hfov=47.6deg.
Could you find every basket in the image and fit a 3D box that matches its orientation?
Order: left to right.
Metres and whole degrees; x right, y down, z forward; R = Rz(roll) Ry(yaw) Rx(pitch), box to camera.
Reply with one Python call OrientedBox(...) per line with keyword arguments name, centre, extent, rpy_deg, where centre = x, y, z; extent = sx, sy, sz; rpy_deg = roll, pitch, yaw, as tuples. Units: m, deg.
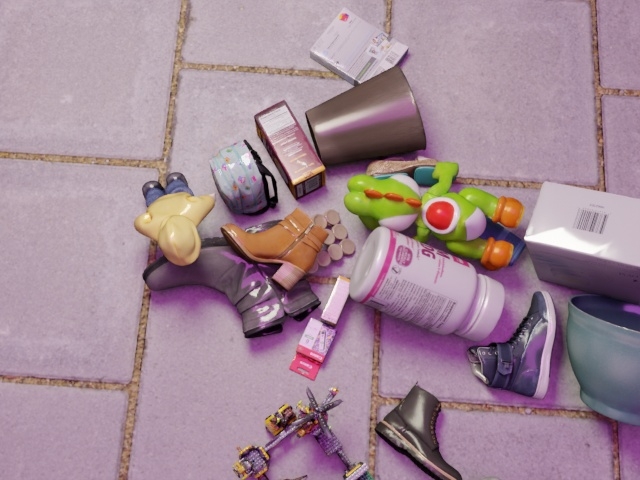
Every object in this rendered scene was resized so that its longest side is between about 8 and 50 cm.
OrientedBox(name="basket", centre=(0.091, -0.260, 1.600), extent=(0.227, 0.154, 0.204), rpy_deg=(-18, 75, -2))

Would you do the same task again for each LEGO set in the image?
OrientedBox(name="LEGO set", centre=(-0.010, 0.460, 1.367), extent=(0.255, 0.192, 0.331), rpy_deg=(-28, 76, -8))

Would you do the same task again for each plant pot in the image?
OrientedBox(name="plant pot", centre=(0.614, 0.240, 1.410), extent=(0.293, 0.293, 0.196), rpy_deg=(9, 101, 2))

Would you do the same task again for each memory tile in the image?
OrientedBox(name="memory tile", centre=(0.000, 0.000, 1.556), extent=(0.148, 0.012, 0.113), rpy_deg=(-25, 84, -35))

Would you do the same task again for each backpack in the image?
OrientedBox(name="backpack", centre=(-0.168, -0.132, 1.541), extent=(0.115, 0.182, 0.152), rpy_deg=(-33, 78, -9))

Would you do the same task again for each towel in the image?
OrientedBox(name="towel", centre=(0.384, 0.000, 1.585), extent=(0.119, 0.029, 0.067), rpy_deg=(36, 78, 9))

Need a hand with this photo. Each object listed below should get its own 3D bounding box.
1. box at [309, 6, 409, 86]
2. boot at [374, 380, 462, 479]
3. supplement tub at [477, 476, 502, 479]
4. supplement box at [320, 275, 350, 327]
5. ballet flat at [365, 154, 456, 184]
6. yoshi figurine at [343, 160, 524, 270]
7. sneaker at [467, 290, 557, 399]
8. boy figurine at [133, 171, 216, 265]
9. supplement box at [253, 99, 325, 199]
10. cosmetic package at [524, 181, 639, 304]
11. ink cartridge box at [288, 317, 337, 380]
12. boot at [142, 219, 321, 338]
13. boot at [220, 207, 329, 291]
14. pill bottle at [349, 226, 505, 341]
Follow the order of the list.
OrientedBox(name="box", centre=(0.090, -0.443, 1.706), extent=(0.186, 0.038, 0.145), rpy_deg=(34, 76, 8))
OrientedBox(name="boot", centre=(0.226, 0.385, 1.444), extent=(0.198, 0.077, 0.137), rpy_deg=(36, 72, 18))
OrientedBox(name="supplement tub", centre=(0.317, 0.623, 1.301), extent=(0.235, 0.235, 0.324), rpy_deg=(-30, 77, -8))
OrientedBox(name="supplement box", centre=(0.035, 0.130, 1.529), extent=(0.036, 0.062, 0.098), rpy_deg=(23, 74, 5))
OrientedBox(name="ballet flat", centre=(0.200, -0.160, 1.613), extent=(0.206, 0.073, 0.067), rpy_deg=(-2, 54, -5))
OrientedBox(name="yoshi figurine", centre=(0.226, -0.058, 1.537), extent=(0.362, 0.203, 0.203), rpy_deg=(16, 48, -1))
OrientedBox(name="sneaker", centre=(0.393, 0.202, 1.498), extent=(0.163, 0.086, 0.226), rpy_deg=(11, 75, 0))
OrientedBox(name="boy figurine", centre=(-0.291, -0.050, 1.479), extent=(0.177, 0.092, 0.285), rpy_deg=(-22, 33, -9))
OrientedBox(name="supplement box", centre=(-0.067, -0.198, 1.601), extent=(0.081, 0.104, 0.188), rpy_deg=(-28, 76, -8))
OrientedBox(name="cosmetic package", centre=(0.549, 0.010, 1.449), extent=(0.224, 0.225, 0.138), rpy_deg=(15, 75, 29))
OrientedBox(name="ink cartridge box", centre=(-0.016, 0.227, 1.518), extent=(0.063, 0.029, 0.115), rpy_deg=(24, 75, 6))
OrientedBox(name="boot", centre=(-0.183, 0.104, 1.507), extent=(0.338, 0.118, 0.222), rpy_deg=(-18, 76, -6))
OrientedBox(name="boot", centre=(-0.091, -0.011, 1.472), extent=(0.197, 0.073, 0.152), rpy_deg=(40, 76, -15))
OrientedBox(name="pill bottle", centre=(0.215, 0.095, 1.469), extent=(0.283, 0.160, 0.160), rpy_deg=(22, 75, -10))
